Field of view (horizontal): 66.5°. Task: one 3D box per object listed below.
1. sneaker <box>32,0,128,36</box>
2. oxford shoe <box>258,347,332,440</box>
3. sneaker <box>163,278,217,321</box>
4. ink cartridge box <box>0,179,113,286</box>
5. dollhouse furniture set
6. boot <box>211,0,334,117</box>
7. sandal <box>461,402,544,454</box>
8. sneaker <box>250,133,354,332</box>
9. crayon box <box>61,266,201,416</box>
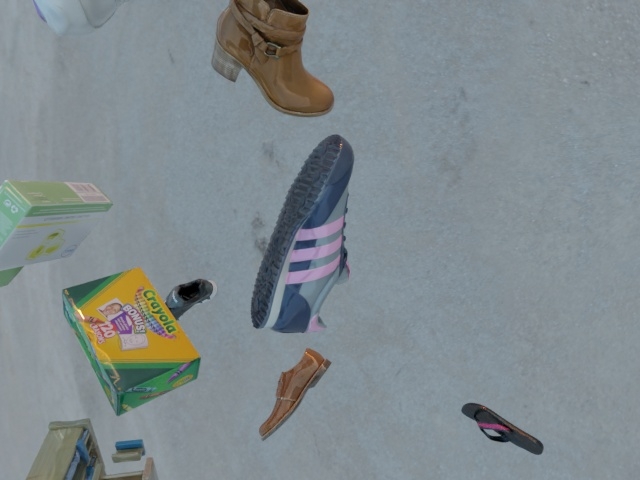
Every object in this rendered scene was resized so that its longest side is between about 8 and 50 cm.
[{"bbox_3d":[-0.165,-0.312,0.461,0.152,0.305,0.114,12,153,5],"label":"sneaker"},{"bbox_3d":[-0.068,0.323,1.035,0.076,0.212,0.076,36,164,8],"label":"oxford shoe"},{"bbox_3d":[-0.415,0.179,1.406,0.234,0.106,0.078,-33,69,-5],"label":"sneaker"},{"bbox_3d":[-0.427,0.016,0.691,0.056,0.171,0.235,43,101,4],"label":"ink cartridge box"},{"bbox_3d":[-0.348,0.379,0.787,0.129,0.183,0.129,-104,11,-62],"label":"dollhouse furniture set"},{"bbox_3d":[-0.043,-0.252,0.656,0.152,0.197,0.073,-41,37,55],"label":"boot"},{"bbox_3d":[0.376,0.402,1.032,0.179,0.040,0.067,23,145,38],"label":"sandal"},{"bbox_3d":[0.000,0.000,0.757,0.319,0.131,0.112,-66,27,15],"label":"sneaker"},{"bbox_3d":[-0.384,0.190,0.982,0.278,0.165,0.081,45,134,29],"label":"crayon box"}]
